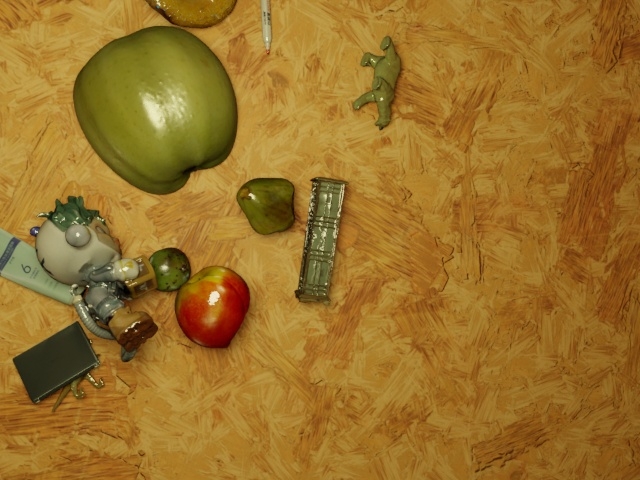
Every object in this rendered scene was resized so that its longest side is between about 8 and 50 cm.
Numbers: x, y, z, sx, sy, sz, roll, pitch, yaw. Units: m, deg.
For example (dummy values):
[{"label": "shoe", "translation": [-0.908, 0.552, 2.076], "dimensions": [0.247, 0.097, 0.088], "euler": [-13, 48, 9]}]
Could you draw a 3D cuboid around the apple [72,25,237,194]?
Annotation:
[{"label": "apple", "translation": [-0.383, -0.313, 1.249], "dimensions": [0.320, 0.312, 0.360], "euler": [-23, 99, 37]}]

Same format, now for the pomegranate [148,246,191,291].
[{"label": "pomegranate", "translation": [-0.392, 0.073, 1.270], "dimensions": [0.142, 0.114, 0.114], "euler": [-5, 95, 19]}]

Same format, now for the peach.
[{"label": "peach", "translation": [-0.254, 0.164, 1.255], "dimensions": [0.190, 0.190, 0.192], "euler": [-31, 117, -8]}]

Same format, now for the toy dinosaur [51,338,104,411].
[{"label": "toy dinosaur", "translation": [-0.617, 0.334, 1.276], "dimensions": [0.162, 0.039, 0.126], "euler": [-25, 88, -5]}]

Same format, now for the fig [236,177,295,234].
[{"label": "fig", "translation": [-0.139, -0.090, 1.283], "dimensions": [0.166, 0.154, 0.144], "euler": [22, 45, -44]}]

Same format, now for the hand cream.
[{"label": "hand cream", "translation": [-0.717, 0.056, 1.236], "dimensions": [0.321, 0.067, 0.109], "euler": [30, 89, -4]}]

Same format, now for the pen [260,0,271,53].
[{"label": "pen", "translation": [-0.140, -0.586, 1.307], "dimensions": [0.026, 0.026, 0.217], "euler": [-3, 95, -11]}]

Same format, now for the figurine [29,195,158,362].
[{"label": "figurine", "translation": [-0.496, 0.062, 1.151], "dimensions": [0.186, 0.261, 0.382], "euler": [-33, 68, -33]}]

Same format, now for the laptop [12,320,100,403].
[{"label": "laptop", "translation": [-0.646, 0.296, 1.257], "dimensions": [0.180, 0.016, 0.129], "euler": [-31, 77, -8]}]

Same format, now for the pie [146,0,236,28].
[{"label": "pie", "translation": [-0.325, -0.632, 1.227], "dimensions": [0.274, 0.069, 0.273], "euler": [4, 84, -35]}]

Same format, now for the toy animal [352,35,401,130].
[{"label": "toy animal", "translation": [0.163, -0.410, 1.354], "dimensions": [0.101, 0.103, 0.218], "euler": [12, 87, -35]}]

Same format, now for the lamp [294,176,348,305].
[{"label": "lamp", "translation": [0.000, 0.000, 1.342], "dimensions": [0.089, 0.090, 0.324], "euler": [7, 93, -12]}]
